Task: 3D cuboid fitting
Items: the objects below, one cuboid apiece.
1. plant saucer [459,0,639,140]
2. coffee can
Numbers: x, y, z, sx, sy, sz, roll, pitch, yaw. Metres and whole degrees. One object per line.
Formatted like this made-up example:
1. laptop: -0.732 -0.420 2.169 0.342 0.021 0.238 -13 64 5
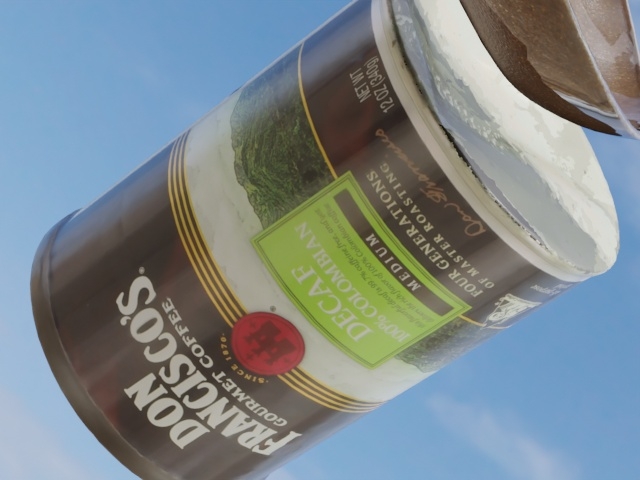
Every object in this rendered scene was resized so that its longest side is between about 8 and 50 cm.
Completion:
1. plant saucer: 0.075 -0.185 0.683 0.050 0.310 0.310 -18 -53 17
2. coffee can: 0.000 0.000 0.900 0.275 0.201 0.201 -35 -76 26
